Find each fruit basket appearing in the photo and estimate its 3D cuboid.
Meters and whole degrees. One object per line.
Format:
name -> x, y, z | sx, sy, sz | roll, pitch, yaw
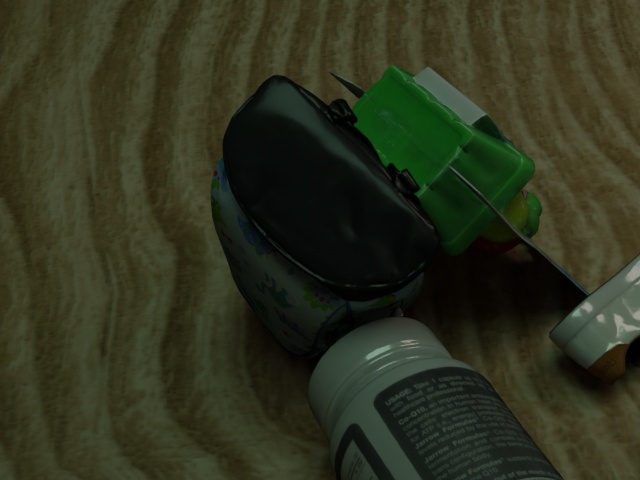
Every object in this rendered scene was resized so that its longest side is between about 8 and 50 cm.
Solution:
fruit basket -> 0.198, -0.078, 1.799 | 0.165, 0.353, 0.327 | -52, 46, 10

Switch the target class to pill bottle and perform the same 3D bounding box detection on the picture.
pill bottle -> 0.135, 0.256, 1.494 | 0.204, 0.204, 0.361 | -19, 43, -15

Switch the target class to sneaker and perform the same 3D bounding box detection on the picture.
sneaker -> 0.415, 0.089, 1.761 | 0.290, 0.106, 0.123 | -35, 75, -34

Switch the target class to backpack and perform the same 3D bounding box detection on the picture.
backpack -> 0.000, 0.000, 1.691 | 0.273, 0.355, 0.290 | -44, 79, 3
